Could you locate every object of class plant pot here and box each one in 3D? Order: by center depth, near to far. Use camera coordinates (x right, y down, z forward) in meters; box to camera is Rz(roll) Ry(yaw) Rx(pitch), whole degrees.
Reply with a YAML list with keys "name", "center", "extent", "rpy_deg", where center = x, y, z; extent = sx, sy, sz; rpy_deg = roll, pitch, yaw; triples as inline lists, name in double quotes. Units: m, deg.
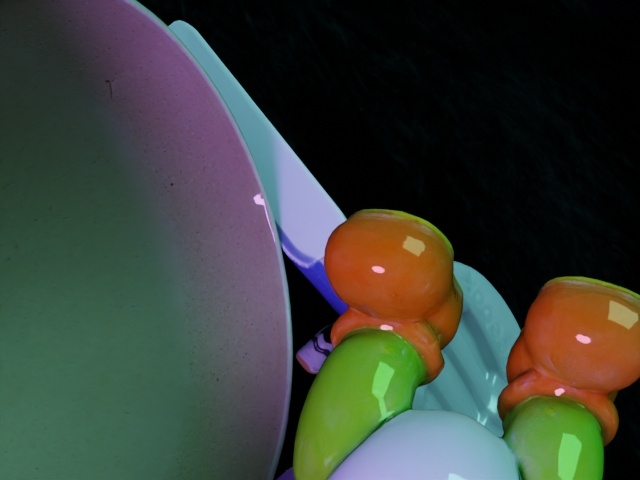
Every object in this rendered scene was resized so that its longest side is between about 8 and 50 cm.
- name: "plant pot"
  center: [-0.165, 0.033, 0.572]
  extent: [0.284, 0.191, 0.284]
  rpy_deg: [37, 48, -55]

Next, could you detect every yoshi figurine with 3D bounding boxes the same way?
- name: "yoshi figurine"
  center: [0.021, 0.159, 0.472]
  extent: [0.203, 0.203, 0.362]
  rpy_deg: [37, 62, -28]

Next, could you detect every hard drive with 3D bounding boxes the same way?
- name: "hard drive"
  center: [0.000, 0.000, 0.840]
  extent: [0.210, 0.040, 0.319]
  rpy_deg: [52, 0, 31]

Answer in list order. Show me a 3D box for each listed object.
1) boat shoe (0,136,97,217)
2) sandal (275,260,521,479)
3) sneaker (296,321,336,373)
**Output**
- name: "boat shoe"
  center: [-0.189, -0.055, 0.770]
  extent: [0.073, 0.080, 0.223]
  rpy_deg: [56, -10, -19]
- name: "sandal"
  center: [0.008, 0.191, 0.654]
  extent: [0.169, 0.102, 0.416]
  rpy_deg: [50, 52, -21]
- name: "sneaker"
  center: [0.015, 0.081, 0.929]
  extent: [0.032, 0.037, 0.083]
  rpy_deg: [46, 28, 10]
